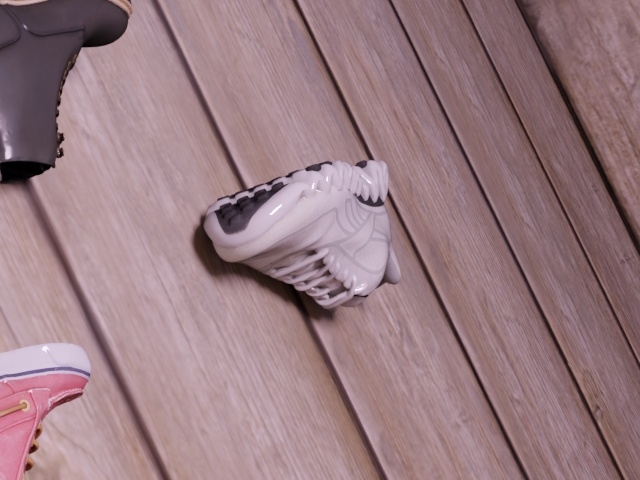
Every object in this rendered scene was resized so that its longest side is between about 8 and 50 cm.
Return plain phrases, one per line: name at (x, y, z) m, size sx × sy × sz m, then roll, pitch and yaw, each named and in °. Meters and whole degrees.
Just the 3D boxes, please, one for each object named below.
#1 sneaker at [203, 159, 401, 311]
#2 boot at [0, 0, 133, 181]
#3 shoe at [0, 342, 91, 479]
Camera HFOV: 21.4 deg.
sneaker at (0.000, 0.000, 1.385) m, size 0.292 × 0.110 × 0.118 m, roll -10°, pitch 83°, yaw -68°
boot at (-0.184, -0.103, 1.128) m, size 0.198 × 0.077 × 0.137 m, roll -12°, pitch 81°, yaw -55°
shoe at (-0.177, 0.106, 0.904) m, size 0.178 × 0.063 × 0.081 m, roll -4°, pitch 70°, yaw -62°
